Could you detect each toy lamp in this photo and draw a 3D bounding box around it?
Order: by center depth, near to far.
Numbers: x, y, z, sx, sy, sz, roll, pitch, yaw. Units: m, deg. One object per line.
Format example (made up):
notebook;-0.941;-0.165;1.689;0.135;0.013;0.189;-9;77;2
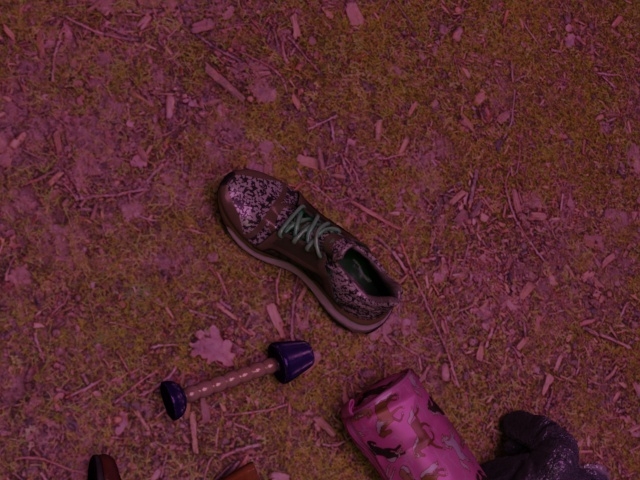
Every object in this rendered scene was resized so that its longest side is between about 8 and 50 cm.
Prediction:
toy lamp;-0.140;0.238;1.800;0.275;0.080;0.080;-16;84;-22

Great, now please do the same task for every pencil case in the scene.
pencil case;0.192;0.419;1.850;0.386;0.160;0.167;58;25;-1

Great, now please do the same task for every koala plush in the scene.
koala plush;0.443;0.459;1.938;0.221;0.203;0.196;45;65;-20

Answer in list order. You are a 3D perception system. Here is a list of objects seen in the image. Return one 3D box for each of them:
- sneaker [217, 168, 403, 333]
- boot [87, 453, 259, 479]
sneaker;0.000;0.000;1.856;0.410;0.182;0.158;38;66;-10
boot;-0.225;0.434;1.704;0.280;0.096;0.264;-20;85;-26
